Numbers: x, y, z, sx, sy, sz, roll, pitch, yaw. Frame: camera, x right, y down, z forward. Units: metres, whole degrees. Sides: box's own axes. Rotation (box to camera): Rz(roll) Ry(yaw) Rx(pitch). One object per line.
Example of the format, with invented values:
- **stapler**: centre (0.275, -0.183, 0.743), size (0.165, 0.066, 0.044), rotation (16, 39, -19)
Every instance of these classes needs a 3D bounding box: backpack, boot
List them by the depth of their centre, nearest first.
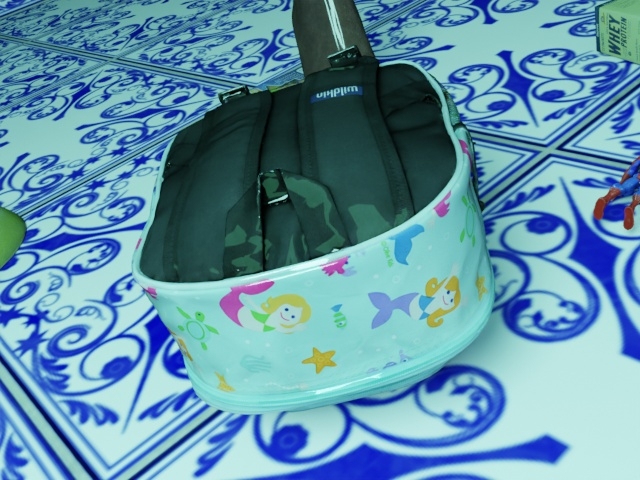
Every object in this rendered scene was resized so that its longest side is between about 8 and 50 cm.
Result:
- **backpack**: centre (0.000, 0.000, 0.468), size (0.225, 0.191, 0.253), rotation (-15, 24, 7)
- **boot**: centre (0.005, -0.237, 0.754), size (0.090, 0.207, 0.248), rotation (-17, 33, -1)

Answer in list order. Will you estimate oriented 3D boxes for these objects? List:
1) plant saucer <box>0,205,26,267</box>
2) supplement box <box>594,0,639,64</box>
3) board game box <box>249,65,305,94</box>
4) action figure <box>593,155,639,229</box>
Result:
- **plant saucer**: centre (-0.459, 0.018, 0.802), size (0.240, 0.037, 0.241), rotation (-12, 31, 7)
- **supplement box**: centre (0.376, -0.248, 0.810), size (0.083, 0.056, 0.083), rotation (-23, 32, -10)
- **board game box**: centre (-0.015, -0.167, 0.886), size (0.136, 0.035, 0.201), rotation (-28, 33, -17)
- **action figure**: centre (0.259, -0.044, 0.573), size (0.038, 0.030, 0.115), rotation (21, 42, 37)
